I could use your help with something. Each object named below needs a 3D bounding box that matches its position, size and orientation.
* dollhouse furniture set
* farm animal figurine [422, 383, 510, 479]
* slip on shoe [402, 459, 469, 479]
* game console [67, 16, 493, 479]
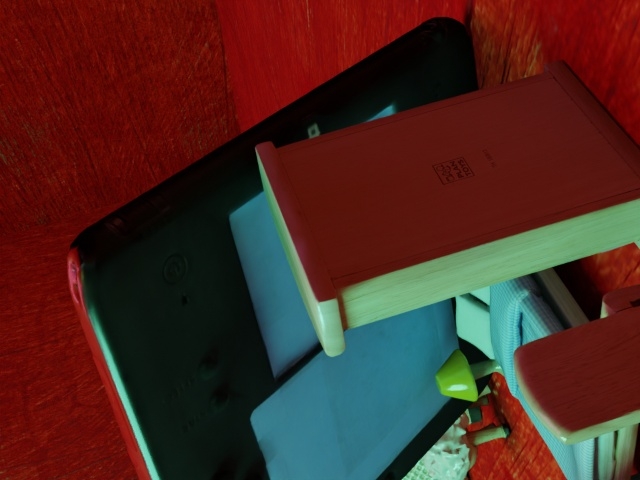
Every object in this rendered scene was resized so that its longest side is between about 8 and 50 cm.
[{"bbox_3d":[0.106,0.096,0.598,0.286,0.198,0.303,-113,8,-45],"label":"dollhouse furniture set"},{"bbox_3d":[0.062,0.107,1.106,0.330,0.172,0.327,142,111,-83],"label":"farm animal figurine"},{"bbox_3d":[0.140,0.305,1.294,0.101,0.123,0.331,-23,-84,-74],"label":"slip on shoe"},{"bbox_3d":[0.015,0.058,0.704,0.060,0.386,0.342,18,131,36],"label":"game console"}]
